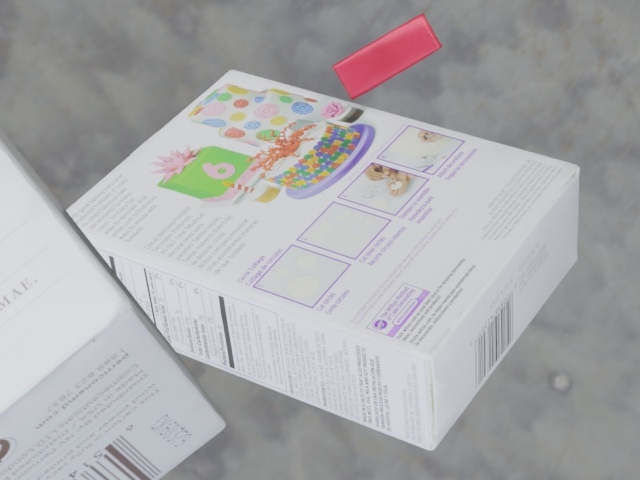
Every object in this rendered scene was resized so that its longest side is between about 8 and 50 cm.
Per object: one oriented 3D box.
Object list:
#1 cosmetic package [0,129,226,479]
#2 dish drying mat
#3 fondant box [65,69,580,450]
[{"bbox_3d":[-0.161,0.033,0.606,0.151,0.151,0.183,-39,66,-7],"label":"cosmetic package"},{"bbox_3d":[0.052,-0.144,1.204,0.083,0.008,0.032,-29,96,16],"label":"dish drying mat"},{"bbox_3d":[0.000,0.000,1.174,0.330,0.238,0.096,19,135,27],"label":"fondant box"}]
